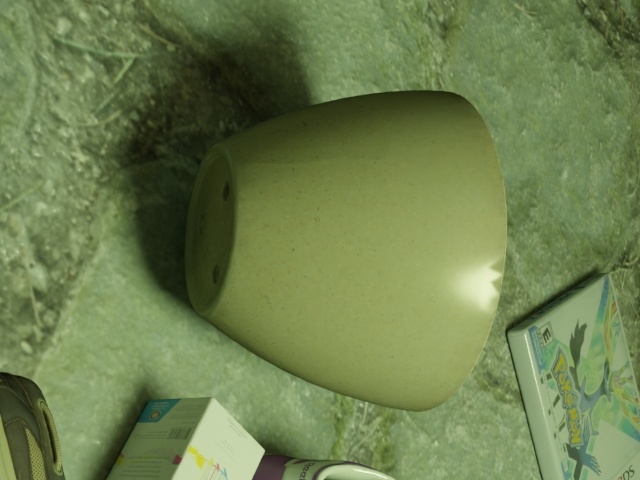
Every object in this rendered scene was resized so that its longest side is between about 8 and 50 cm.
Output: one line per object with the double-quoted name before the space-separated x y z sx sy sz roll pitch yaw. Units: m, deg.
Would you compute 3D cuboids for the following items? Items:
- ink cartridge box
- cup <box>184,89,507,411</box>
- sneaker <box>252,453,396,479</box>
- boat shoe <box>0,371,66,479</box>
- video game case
"ink cartridge box" -0.136 0.231 1.110 0.090 0.092 0.143 51 49 -32
"cup" 0.000 0.000 1.182 0.236 0.331 0.331 6 77 -23
"sneaker" 0.048 0.307 1.263 0.282 0.161 0.102 35 56 -42
"boat shoe" -0.233 0.271 0.951 0.130 0.132 0.356 -8 86 -54
"video game case" 0.402 0.245 1.792 0.300 0.036 0.329 -23 100 -50
